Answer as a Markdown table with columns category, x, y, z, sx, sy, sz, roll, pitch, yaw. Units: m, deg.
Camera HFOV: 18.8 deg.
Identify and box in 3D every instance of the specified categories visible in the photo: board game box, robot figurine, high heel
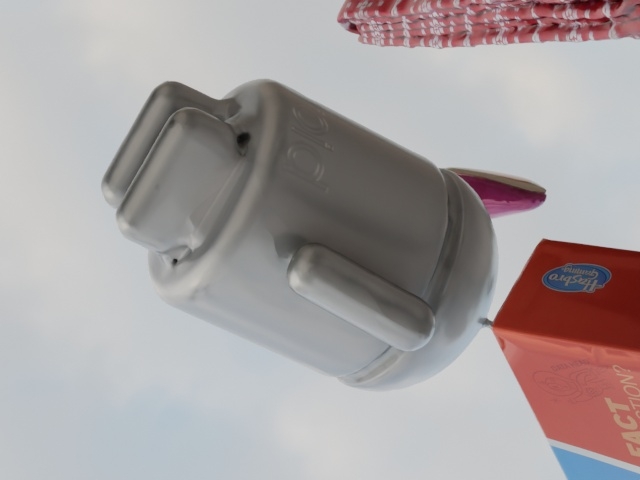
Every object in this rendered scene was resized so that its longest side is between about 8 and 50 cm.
| category | x | y | z | sx | sy | sz | roll | pitch | yaw |
| --- | --- | --- | --- | --- | --- | --- | --- | --- | --- |
| board game box | 0.265 | 0.119 | 0.944 | 0.317 | 0.242 | 0.064 | 7 | -129 | 38 |
| robot figurine | 0.000 | 0.000 | 1.585 | 0.353 | 0.199 | 0.300 | 26 | -164 | -25 |
| high heel | 0.109 | -0.012 | 1.817 | 0.244 | 0.117 | 0.082 | 6 | -178 | 40 |

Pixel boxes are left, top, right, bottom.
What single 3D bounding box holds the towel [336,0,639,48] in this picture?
| category | x | y | z | sx | sy | sz | roll | pitch | yaw |
| --- | --- | --- | --- | --- | --- | --- | --- | --- | --- |
| towel | 0.095 | -0.170 | 0.752 | 0.031 | 0.198 | 0.275 | 22 | 176 | -21 |
